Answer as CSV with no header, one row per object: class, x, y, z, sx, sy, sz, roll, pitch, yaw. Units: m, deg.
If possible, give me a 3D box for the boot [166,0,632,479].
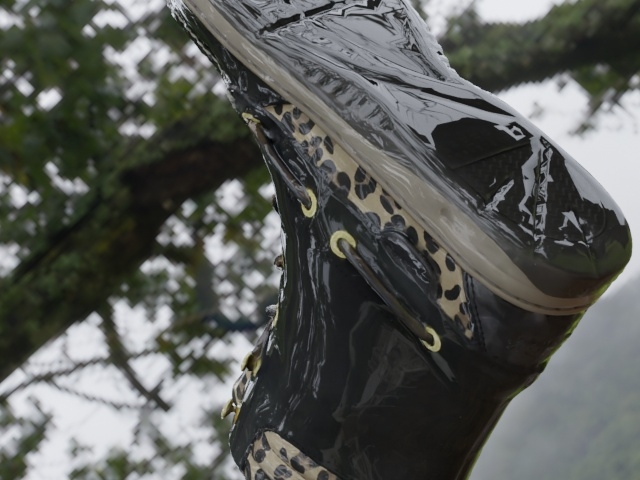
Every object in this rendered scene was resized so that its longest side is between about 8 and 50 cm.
boot,0.000,0.000,0.988,0.138,0.377,0.284,-18,-40,-41
